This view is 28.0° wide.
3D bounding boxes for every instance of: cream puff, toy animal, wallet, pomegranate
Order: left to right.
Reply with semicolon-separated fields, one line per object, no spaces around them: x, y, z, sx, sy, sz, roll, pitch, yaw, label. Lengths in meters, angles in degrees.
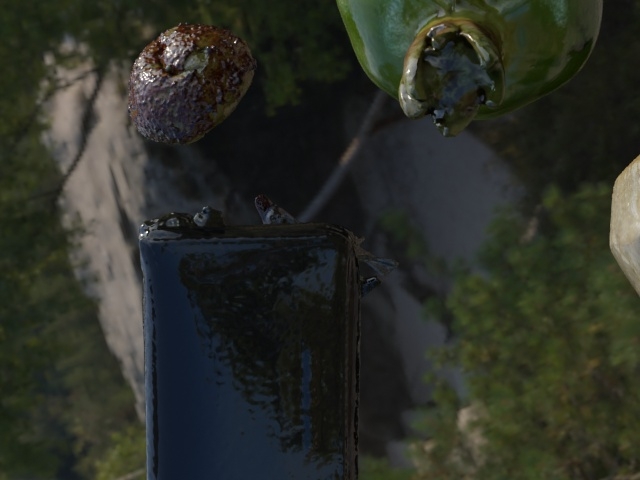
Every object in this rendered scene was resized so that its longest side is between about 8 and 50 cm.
-0.137;-0.166;1.302;0.084;0.149;0.149;45;172;-35;cream puff
-0.045;0.098;0.853;0.044;0.149;0.250;-106;18;-73;wallet
0.002;0.010;1.546;0.202;0.105;0.070;33;139;-14;toy animal
0.121;-0.185;1.058;0.302;0.236;0.236;-80;-3;-47;pomegranate

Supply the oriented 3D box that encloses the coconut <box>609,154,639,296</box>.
0.466;0.008;1.341;0.329;0.328;0.329;45;145;44;coconut
